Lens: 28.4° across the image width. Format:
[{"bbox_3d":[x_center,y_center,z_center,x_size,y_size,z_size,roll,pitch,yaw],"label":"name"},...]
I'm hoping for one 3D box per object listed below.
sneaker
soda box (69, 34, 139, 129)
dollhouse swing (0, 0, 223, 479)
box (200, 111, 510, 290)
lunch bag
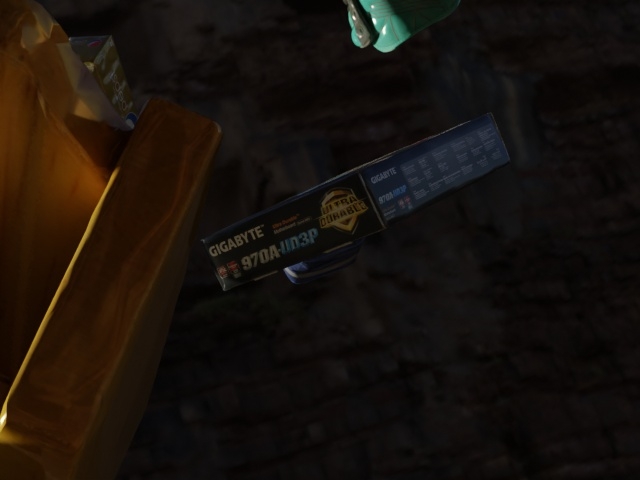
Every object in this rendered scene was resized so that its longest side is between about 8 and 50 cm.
[{"bbox_3d":[0.044,-0.264,1.137,0.124,0.178,0.295,-31,-20,15],"label":"sneaker"},{"bbox_3d":[-0.266,-0.159,1.551,0.058,0.061,0.181,0,-50,18],"label":"soda box"},{"bbox_3d":[-0.269,0.079,0.440,0.347,0.305,0.315,24,-36,0],"label":"dollhouse swing"},{"bbox_3d":[0.033,-0.034,1.056,0.175,0.051,0.220,-21,4,39],"label":"box"},{"bbox_3d":[0.000,0.000,1.384,0.098,0.067,0.065,-18,-22,-21],"label":"lunch bag"}]
